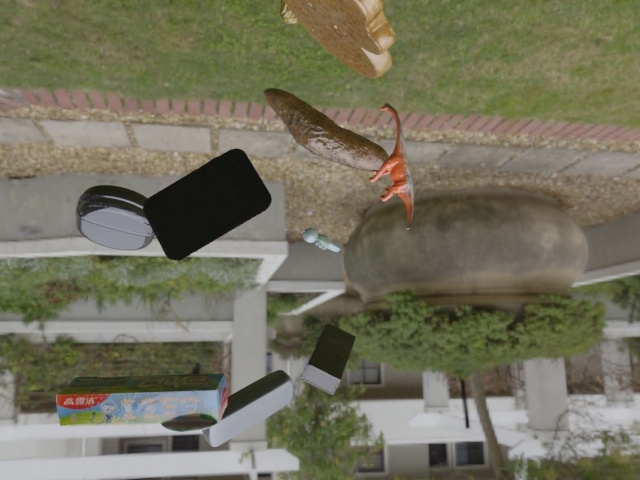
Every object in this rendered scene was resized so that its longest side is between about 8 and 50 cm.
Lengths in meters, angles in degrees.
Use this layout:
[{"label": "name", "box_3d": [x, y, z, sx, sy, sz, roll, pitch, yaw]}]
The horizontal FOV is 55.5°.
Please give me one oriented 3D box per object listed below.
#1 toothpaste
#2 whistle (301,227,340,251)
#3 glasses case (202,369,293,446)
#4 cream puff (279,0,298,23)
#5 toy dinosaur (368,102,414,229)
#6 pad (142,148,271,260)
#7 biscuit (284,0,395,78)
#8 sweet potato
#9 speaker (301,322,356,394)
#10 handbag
[{"label": "toothpaste", "box_3d": [-0.214, 0.194, 0.726, 0.194, 0.044, 0.070, -3, -170, 2]}, {"label": "whistle", "box_3d": [0.000, 0.000, 1.389, 0.100, 0.035, 0.035, 28, 160, -17]}, {"label": "glasses case", "box_3d": [-0.232, 0.540, 1.971, 0.323, 0.131, 0.074, -24, -139, -30]}, {"label": "cream puff", "box_3d": [-0.077, -0.588, 1.539, 0.058, 0.083, 0.083, -19, 162, 27]}, {"label": "toy dinosaur", "box_3d": [0.150, -0.152, 1.263, 0.101, 0.279, 0.055, -25, 165, 24]}, {"label": "pad", "box_3d": [-0.274, -0.131, 1.321, 0.250, 0.323, 0.055, -31, 142, -3]}, {"label": "biscuit", "box_3d": [0.019, -0.299, 0.781, 0.202, 0.044, 0.289, 43, 179, -1]}, {"label": "sweet potato", "box_3d": [0.005, -0.237, 1.379, 0.342, 0.114, 0.092, 30, 123, -4]}, {"label": "speaker", "box_3d": [0.020, 0.259, 1.365, 0.082, 0.044, 0.218, 26, -161, 5]}, {"label": "handbag", "box_3d": [-0.613, -0.060, 1.849, 0.254, 0.093, 0.308, 17, 152, -17]}]
